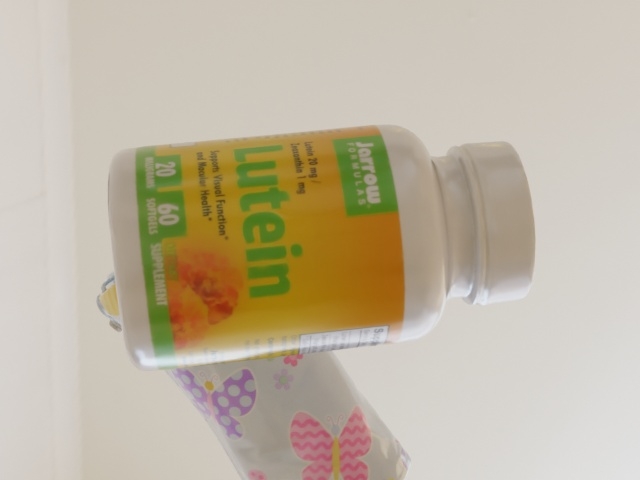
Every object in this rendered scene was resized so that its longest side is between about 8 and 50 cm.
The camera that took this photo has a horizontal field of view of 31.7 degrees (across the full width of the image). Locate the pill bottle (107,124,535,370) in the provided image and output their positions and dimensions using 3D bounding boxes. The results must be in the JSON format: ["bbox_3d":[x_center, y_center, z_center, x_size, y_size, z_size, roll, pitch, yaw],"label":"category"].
[{"bbox_3d":[0.000,0.000,0.695,0.136,0.245,0.136,174,90,-84],"label":"pill bottle"}]

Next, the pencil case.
[{"bbox_3d":[-0.049,0.107,0.858,0.124,0.273,0.113,-38,9,-10],"label":"pencil case"}]
